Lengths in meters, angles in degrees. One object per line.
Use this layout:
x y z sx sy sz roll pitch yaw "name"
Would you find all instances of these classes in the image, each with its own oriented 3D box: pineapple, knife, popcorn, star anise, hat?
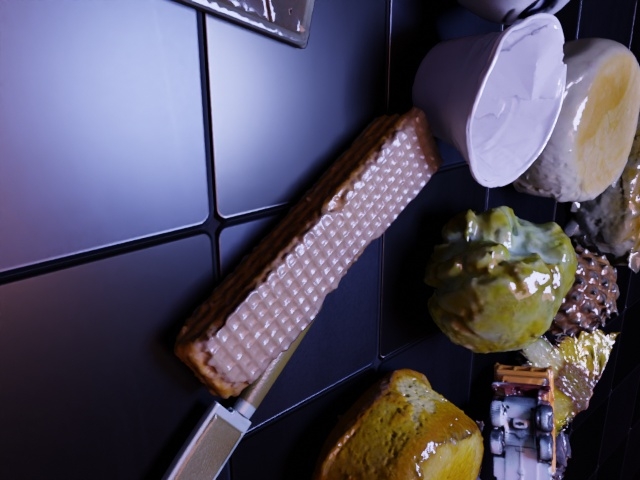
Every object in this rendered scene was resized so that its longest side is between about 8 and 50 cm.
0.404 0.090 1.006 0.193 0.166 0.166 -9 110 -25 "pineapple"
-0.101 0.188 0.612 0.343 0.027 0.061 -57 134 -20 "knife"
0.246 0.058 0.819 0.221 0.184 0.204 -13 142 -46 "popcorn"
0.472 0.482 1.253 0.231 0.089 0.209 50 55 -48 "star anise"
0.416 0.246 1.128 0.250 0.164 0.140 -64 176 -3 "pineapple"
0.190 -0.174 0.715 0.203 0.126 0.203 -22 124 -37 "hat"

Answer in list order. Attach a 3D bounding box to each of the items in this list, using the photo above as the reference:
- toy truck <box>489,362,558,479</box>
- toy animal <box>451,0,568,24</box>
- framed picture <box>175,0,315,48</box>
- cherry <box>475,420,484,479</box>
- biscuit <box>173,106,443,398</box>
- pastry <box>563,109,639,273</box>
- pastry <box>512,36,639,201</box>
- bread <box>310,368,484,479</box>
0.342 0.354 1.009 0.135 0.114 0.271 1 89 -66 "toy truck"
0.259 -0.365 0.670 0.267 0.212 0.213 -54 134 -24 "toy animal"
-0.058 -0.326 0.495 0.208 0.019 0.281 5 99 -47 "framed picture"
0.207 0.404 0.954 0.148 0.115 0.188 -4 103 -3 "cherry"
0.000 0.000 0.635 0.379 0.054 0.094 -49 131 -23 "biscuit"
0.615 -0.110 1.171 0.329 0.136 0.330 -16 114 -40 "pastry"
0.384 -0.179 0.913 0.264 0.133 0.265 -17 115 -40 "pastry"
0.099 0.308 0.773 0.268 0.145 0.269 -22 123 -40 "bread"
